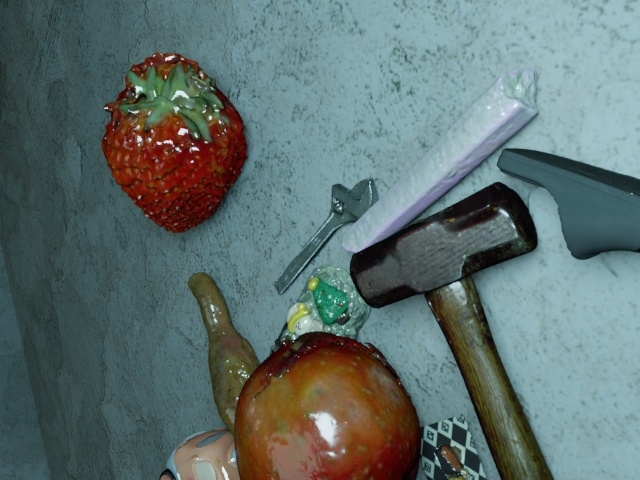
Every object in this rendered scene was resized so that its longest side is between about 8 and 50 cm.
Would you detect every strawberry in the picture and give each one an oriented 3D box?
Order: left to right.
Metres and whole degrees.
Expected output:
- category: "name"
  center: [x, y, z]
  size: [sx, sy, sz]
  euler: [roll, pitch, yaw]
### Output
- category: "strawberry"
  center: [-0.277, -0.176, 1.058]
  size: [0.351, 0.266, 0.312]
  euler: [92, 173, -52]

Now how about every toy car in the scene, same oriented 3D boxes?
- category: "toy car"
  center: [-0.186, 0.514, 1.098]
  size: [0.212, 0.180, 0.271]
  euler: [-38, 69, 30]

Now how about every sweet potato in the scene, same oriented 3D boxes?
- category: "sweet potato"
  center: [-0.194, 0.237, 1.112]
  size: [0.109, 0.109, 0.386]
  euler: [-51, 49, 37]

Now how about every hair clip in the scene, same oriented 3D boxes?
- category: "hair clip"
  center: [-0.033, 0.192, 0.946]
  size: [0.138, 0.091, 0.322]
  euler: [45, 126, 28]

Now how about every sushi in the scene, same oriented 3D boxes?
- category: "sushi"
  center: [0.199, 0.326, 0.775]
  size: [0.120, 0.026, 0.126]
  euler: [-41, 60, 49]

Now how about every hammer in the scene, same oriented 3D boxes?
- category: "hammer"
  center: [0.207, 0.155, 0.687]
  size: [0.242, 0.095, 0.409]
  euler: [-24, 84, 34]

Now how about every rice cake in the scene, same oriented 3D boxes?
- category: "rice cake"
  center: [0.156, -0.087, 0.734]
  size: [0.365, 0.072, 0.056]
  euler: [-45, 65, 37]

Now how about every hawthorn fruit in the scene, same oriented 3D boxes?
- category: "hawthorn fruit"
  center: [0.012, 0.300, 0.785]
  size: [0.315, 0.315, 0.316]
  euler: [8, 101, 44]

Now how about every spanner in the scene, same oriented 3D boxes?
- category: "spanner"
  center: [0.000, 0.000, 0.935]
  size: [0.325, 0.026, 0.093]
  euler: [-50, 62, 39]

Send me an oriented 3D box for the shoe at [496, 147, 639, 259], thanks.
- category: "shoe"
  center: [0.295, -0.029, 0.576]
  size: [0.241, 0.108, 0.093]
  euler: [36, 121, 44]
